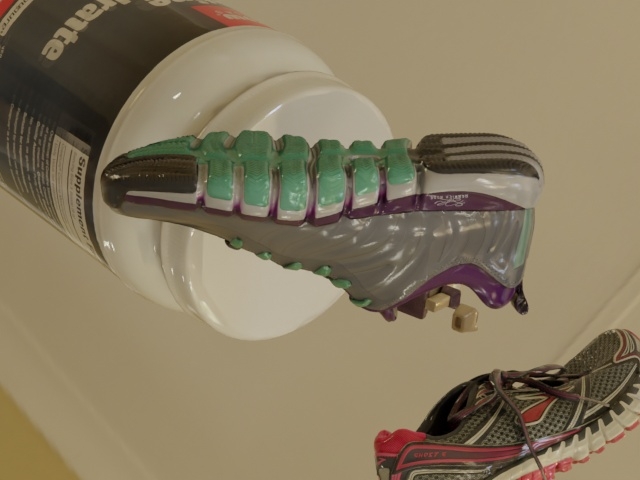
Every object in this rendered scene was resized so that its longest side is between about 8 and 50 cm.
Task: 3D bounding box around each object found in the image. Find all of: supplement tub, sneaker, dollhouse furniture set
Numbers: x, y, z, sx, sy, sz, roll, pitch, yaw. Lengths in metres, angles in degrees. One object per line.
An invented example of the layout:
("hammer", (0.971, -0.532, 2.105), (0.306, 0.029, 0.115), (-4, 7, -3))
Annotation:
("supplement tub", (-0.102, -0.069, 0.889), (0.272, 0.191, 0.191), (32, -49, 39))
("sneaker", (0.000, 0.000, 0.684), (0.224, 0.083, 0.098), (1, -69, 4))
("sneaker", (0.179, 0.153, 1.171), (0.121, 0.299, 0.112), (-25, -86, 58))
("dollhouse furniture set", (0.131, 0.016, 1.288), (0.091, 0.081, 0.114), (20, -65, 36))
